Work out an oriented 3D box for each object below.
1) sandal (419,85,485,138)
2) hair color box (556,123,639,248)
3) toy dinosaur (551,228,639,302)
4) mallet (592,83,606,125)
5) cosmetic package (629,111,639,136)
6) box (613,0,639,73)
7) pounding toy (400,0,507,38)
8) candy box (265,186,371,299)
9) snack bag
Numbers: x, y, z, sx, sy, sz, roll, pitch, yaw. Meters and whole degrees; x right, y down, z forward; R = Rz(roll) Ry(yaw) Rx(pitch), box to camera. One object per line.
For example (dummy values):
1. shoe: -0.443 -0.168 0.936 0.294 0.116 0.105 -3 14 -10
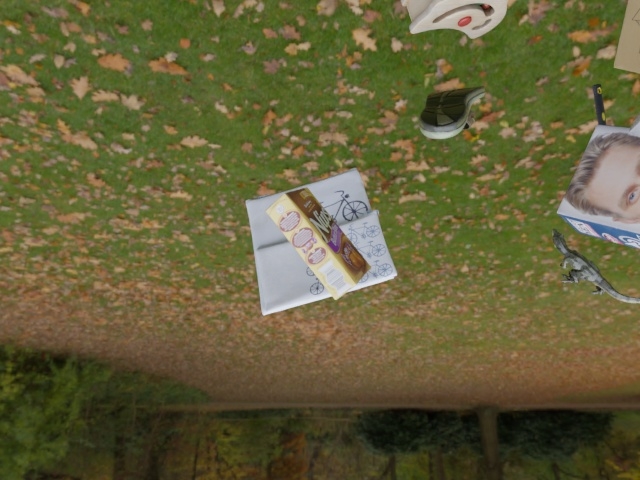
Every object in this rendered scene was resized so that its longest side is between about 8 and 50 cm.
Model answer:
1. sandal: 0.285 -0.272 1.127 0.120 0.303 0.086 2 122 29
2. hair color box: 0.571 -0.061 0.775 0.105 0.173 0.347 24 180 -39
3. toy dinosaur: 0.657 0.086 1.251 0.064 0.268 0.118 -40 152 -8
4. mallet: 0.568 -0.225 1.042 0.062 0.189 0.039 -11 174 -10
5. cosmetic package: 0.438 -0.175 0.617 0.060 0.099 0.239 35 -162 19
6. box: 0.708 -0.452 1.073 0.021 0.164 0.201 -14 122 -15
7. pounding toy: 0.294 -0.520 1.053 0.270 0.154 0.154 -13 170 -11
8. candy box: 0.000 0.000 0.863 0.053 0.186 0.109 -41 177 21
9. snack bag: -0.012 -0.014 1.235 0.323 0.342 0.037 -16 148 6
